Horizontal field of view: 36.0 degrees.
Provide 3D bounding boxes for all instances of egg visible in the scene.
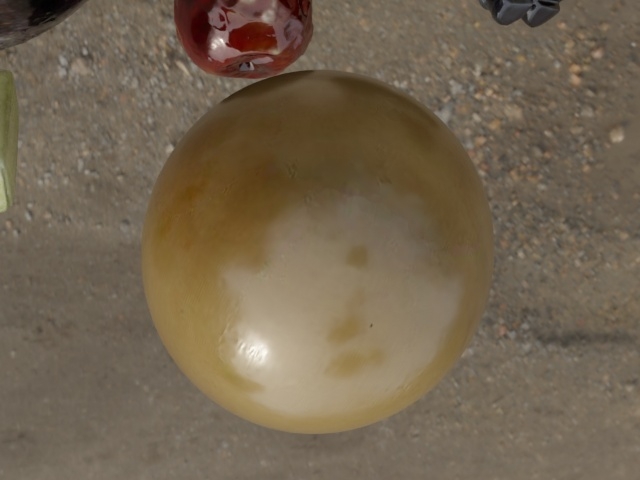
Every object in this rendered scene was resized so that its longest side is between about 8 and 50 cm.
[{"bbox_3d":[0.000,0.000,0.863,0.301,0.374,0.301,2,117,5],"label":"egg"}]

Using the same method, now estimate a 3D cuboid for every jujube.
[{"bbox_3d":[-0.094,-0.292,1.081,0.155,0.155,0.230,-12,93,-12],"label":"jujube"}]

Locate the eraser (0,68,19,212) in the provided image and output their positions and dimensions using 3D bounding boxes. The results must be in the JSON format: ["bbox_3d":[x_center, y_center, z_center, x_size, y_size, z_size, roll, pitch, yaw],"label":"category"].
[{"bbox_3d":[-0.321,-0.077,0.746,0.172,0.117,0.058,-1,142,-12],"label":"eraser"}]

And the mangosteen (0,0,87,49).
[{"bbox_3d":[-0.222,-0.256,0.533,0.275,0.275,0.302,15,81,-28],"label":"mangosteen"}]

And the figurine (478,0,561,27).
[{"bbox_3d":[0.151,-0.382,1.146,0.185,0.332,0.204,-7,162,-43],"label":"figurine"}]
